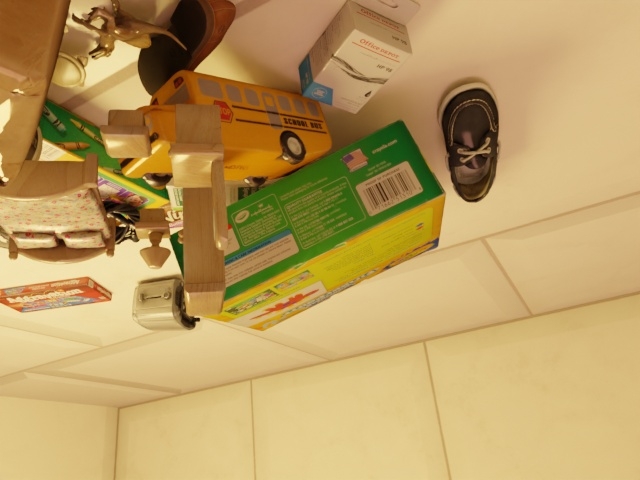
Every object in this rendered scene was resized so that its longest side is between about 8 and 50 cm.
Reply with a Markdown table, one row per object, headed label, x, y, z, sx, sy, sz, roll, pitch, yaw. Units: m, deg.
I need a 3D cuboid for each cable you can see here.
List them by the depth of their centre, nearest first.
| label | x | y | z | sx | sy | sz | roll | pitch | yaw |
| --- | --- | --- | --- | --- | --- | --- | --- | --- | --- |
| cable | -0.430 | -0.030 | 0.980 | 0.184 | 0.047 | 0.150 | 5 | 154 | -20 |

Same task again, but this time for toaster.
| label | x | y | z | sx | sy | sz | roll | pitch | yaw |
| --- | --- | --- | --- | --- | --- | --- | --- | --- | --- |
| toaster | -0.457 | 0.198 | 1.553 | 0.146 | 0.129 | 0.227 | -4 | 157 | 4 |

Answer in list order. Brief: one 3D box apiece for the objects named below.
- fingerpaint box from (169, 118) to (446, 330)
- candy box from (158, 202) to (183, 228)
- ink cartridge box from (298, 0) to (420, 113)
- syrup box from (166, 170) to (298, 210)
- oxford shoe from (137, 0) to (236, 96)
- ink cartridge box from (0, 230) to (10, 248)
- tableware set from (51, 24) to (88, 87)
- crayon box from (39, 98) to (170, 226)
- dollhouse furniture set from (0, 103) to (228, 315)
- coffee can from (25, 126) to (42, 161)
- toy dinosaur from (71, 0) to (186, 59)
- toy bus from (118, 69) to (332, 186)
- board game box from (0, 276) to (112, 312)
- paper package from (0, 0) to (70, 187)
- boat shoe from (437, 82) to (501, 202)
| label | x | y | z | sx | sy | sz | roll | pitch | yaw |
| --- | --- | --- | --- | --- | --- | --- | --- | --- | --- |
| fingerpaint box | 0.000 | 0.000 | 1.018 | 0.444 | 0.163 | 0.371 | -26 | 163 | 4 |
| candy box | -0.266 | -0.078 | 1.105 | 0.186 | 0.053 | 0.109 | -7 | 155 | -1 |
| ink cartridge box | 0.057 | -0.273 | 0.762 | 0.104 | 0.060 | 0.180 | 10 | 150 | -30 |
| syrup box | -0.163 | -0.120 | 0.989 | 0.236 | 0.096 | 0.093 | -1 | 156 | -10 |
| oxford shoe | -0.186 | -0.262 | 0.728 | 0.212 | 0.076 | 0.076 | -18 | -168 | 45 |
| ink cartridge box | -0.783 | -0.017 | 1.002 | 0.370 | 0.069 | 0.175 | 17 | -178 | -43 |
| tableware set | -0.402 | -0.268 | 0.702 | 0.168 | 0.020 | 0.141 | 4 | 148 | -7 |
| crayon box | -0.427 | -0.124 | 0.935 | 0.165 | 0.081 | 0.278 | -20 | 152 | 26 |
| dollhouse furniture set | -0.291 | -0.004 | 0.598 | 0.355 | 0.174 | 0.303 | -2 | 159 | -14 |
| coffee can | -0.496 | -0.187 | 0.629 | 0.201 | 0.202 | 0.275 | -4 | 152 | -5 |
| toy dinosaur | -0.253 | -0.278 | 0.678 | 0.183 | 0.053 | 0.092 | 6 | 164 | 35 |
| toy bus | -0.127 | -0.157 | 0.764 | 0.108 | 0.130 | 0.332 | -24 | 169 | 39 |
| board game box | -0.770 | 0.160 | 1.511 | 0.281 | 0.027 | 0.145 | -8 | 153 | 4 |
| paper package | -0.363 | -0.246 | 0.409 | 0.309 | 0.325 | 0.168 | 17 | 144 | -38 |
| boat shoe | 0.290 | -0.173 | 0.990 | 0.114 | 0.091 | 0.302 | -14 | 154 | 15 |
